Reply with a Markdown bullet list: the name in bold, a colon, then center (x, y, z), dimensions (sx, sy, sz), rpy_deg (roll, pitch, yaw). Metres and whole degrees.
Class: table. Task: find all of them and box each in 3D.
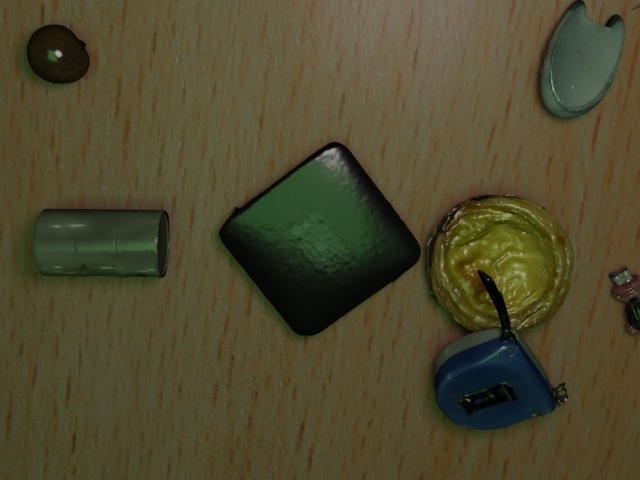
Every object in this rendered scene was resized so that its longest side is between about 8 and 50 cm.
- **table**: center (-0.393, 0.004, 1.631), dimensions (0.219, 0.126, 0.127), rpy_deg (2, 103, -1)

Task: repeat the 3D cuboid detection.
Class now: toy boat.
- **toy boat**: center (0.460, -0.318, 1.599), dimensions (0.134, 0.079, 0.208), rpy_deg (17, 92, -12)

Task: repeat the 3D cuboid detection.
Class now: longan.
- **longan**: center (-0.459, -0.328, 1.575), dimensions (0.113, 0.092, 0.114), rpy_deg (12, 65, -26)

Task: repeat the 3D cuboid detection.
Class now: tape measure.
- **tape measure**: center (0.288, 0.217, 1.636), dimensions (0.215, 0.098, 0.351), rpy_deg (-24, 123, 21)

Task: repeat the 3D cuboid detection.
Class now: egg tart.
- **egg tart**: center (0.330, 0.043, 1.665), dimensions (0.278, 0.095, 0.279), rpy_deg (1, 100, 4)

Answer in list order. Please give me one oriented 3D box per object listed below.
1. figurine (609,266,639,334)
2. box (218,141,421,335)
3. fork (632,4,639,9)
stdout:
- **figurine**: center (0.591, 0.115, 1.700), dimensions (0.072, 0.054, 0.129), rpy_deg (-30, 99, 10)
- **box**: center (0.000, 0.000, 1.660), dimensions (0.290, 0.073, 0.289), rpy_deg (-37, 101, 7)
- **fork**: center (0.598, -0.451, 1.590), dimensions (0.012, 0.016, 0.115), rpy_deg (43, 98, -1)
